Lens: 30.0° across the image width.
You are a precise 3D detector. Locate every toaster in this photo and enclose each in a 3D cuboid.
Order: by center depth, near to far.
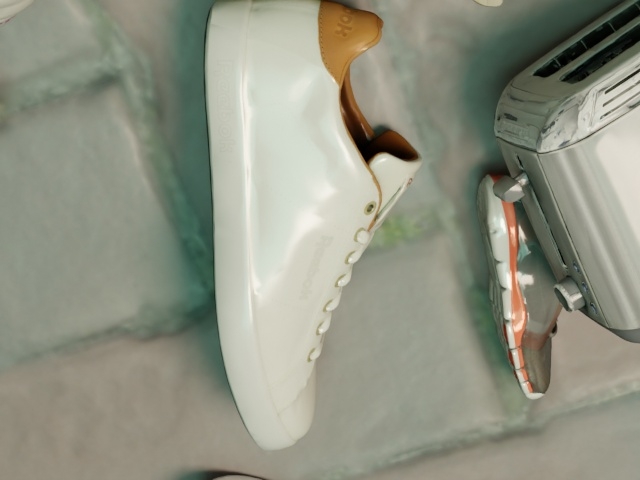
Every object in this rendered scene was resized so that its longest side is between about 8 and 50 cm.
[{"bbox_3d":[0.209,-0.061,0.671,0.227,0.129,0.146,-33,108,-2],"label":"toaster"}]

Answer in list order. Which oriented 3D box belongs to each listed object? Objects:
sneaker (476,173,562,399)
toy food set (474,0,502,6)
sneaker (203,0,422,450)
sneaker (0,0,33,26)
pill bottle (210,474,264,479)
[{"bbox_3d":[0.142,0.030,0.760,0.065,0.061,0.158,-12,114,-1],"label":"sneaker"},{"bbox_3d":[0.002,-0.197,0.639,0.218,0.071,0.128,6,99,-2],"label":"toy food set"},{"bbox_3d":[0.000,0.000,0.721,0.123,0.106,0.290,0,113,4],"label":"sneaker"},{"bbox_3d":[-0.285,-0.167,0.589,0.305,0.152,0.114,17,77,-12],"label":"sneaker"},{"bbox_3d":[-0.065,0.243,0.848,0.078,0.078,0.137,14,114,-5],"label":"pill bottle"}]
